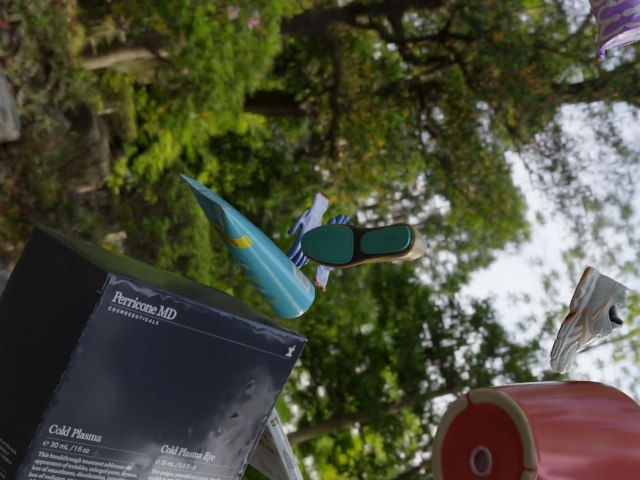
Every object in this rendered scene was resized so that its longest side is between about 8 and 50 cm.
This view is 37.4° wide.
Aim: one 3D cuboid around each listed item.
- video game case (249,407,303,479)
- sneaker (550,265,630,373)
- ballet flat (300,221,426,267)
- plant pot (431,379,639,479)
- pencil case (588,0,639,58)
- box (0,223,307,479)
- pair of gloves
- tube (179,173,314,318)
[{"bbox_3d":[-0.124,0.270,1.460,0.227,0.026,0.206,20,-44,50],"label":"video game case"},{"bbox_3d":[0.585,0.192,2.052,0.099,0.121,0.262,-41,149,-56],"label":"sneaker"},{"bbox_3d":[0.074,0.013,1.610,0.073,0.232,0.080,24,71,-53],"label":"ballet flat"},{"bbox_3d":[0.313,0.325,1.374,0.275,0.243,0.275,-22,-118,48],"label":"plant pot"},{"bbox_3d":[0.400,-0.371,1.335,0.086,0.088,0.206,6,63,-62],"label":"pencil case"},{"bbox_3d":[-0.238,0.192,1.159,0.179,0.343,0.313,27,-90,42],"label":"box"},{"bbox_3d":[0.000,0.000,1.821,0.198,0.023,0.159,44,63,-52],"label":"pair of gloves"},{"bbox_3d":[-0.071,0.008,0.978,0.080,0.052,0.207,30,-16,42],"label":"tube"}]
